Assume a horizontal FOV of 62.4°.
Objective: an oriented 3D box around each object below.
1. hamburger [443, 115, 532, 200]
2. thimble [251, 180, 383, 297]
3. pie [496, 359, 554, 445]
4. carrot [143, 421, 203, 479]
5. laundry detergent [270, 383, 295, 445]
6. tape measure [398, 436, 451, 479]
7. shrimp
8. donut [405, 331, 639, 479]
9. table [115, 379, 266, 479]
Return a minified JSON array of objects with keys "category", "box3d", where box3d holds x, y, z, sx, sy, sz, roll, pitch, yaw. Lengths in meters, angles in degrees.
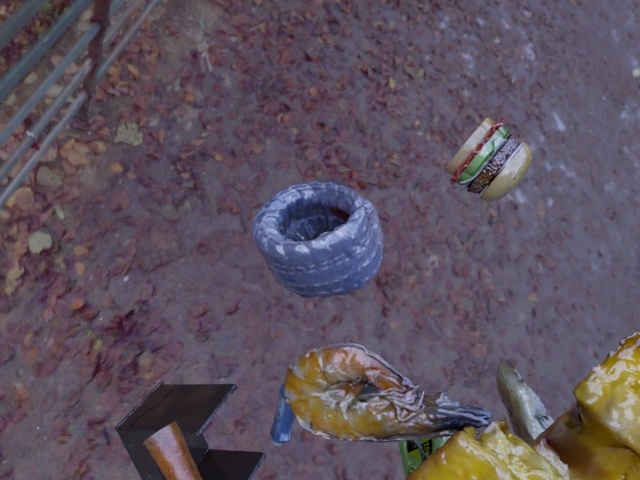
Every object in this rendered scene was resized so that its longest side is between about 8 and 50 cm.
[{"category":"hamburger","box3d":[0.349,-0.159,1.077,0.137,0.175,0.175,39,57,10]},{"category":"thimble","box3d":[0.000,0.000,1.012,0.205,0.236,0.172,-80,154,-43]},{"category":"pie","box3d":[0.505,0.443,1.262,0.075,0.337,0.338,-27,86,3]},{"category":"carrot","box3d":[-0.190,0.386,0.806,0.057,0.057,0.224,-30,85,-33]},{"category":"laundry detergent","box3d":[-0.115,0.548,1.625,0.061,0.096,0.206,5,110,-25]},{"category":"tape measure","box3d":[0.232,0.421,1.076,0.106,0.175,0.200,13,45,-21]},{"category":"shrimp","box3d":[0.088,0.226,0.782,0.062,0.316,0.164,-47,130,-60]},{"category":"donut","box3d":[0.296,0.292,0.636,0.435,0.378,0.163,-24,55,-15]},{"category":"table","box3d":[-0.332,0.528,1.391,0.196,0.282,0.251,-45,121,-56]}]
